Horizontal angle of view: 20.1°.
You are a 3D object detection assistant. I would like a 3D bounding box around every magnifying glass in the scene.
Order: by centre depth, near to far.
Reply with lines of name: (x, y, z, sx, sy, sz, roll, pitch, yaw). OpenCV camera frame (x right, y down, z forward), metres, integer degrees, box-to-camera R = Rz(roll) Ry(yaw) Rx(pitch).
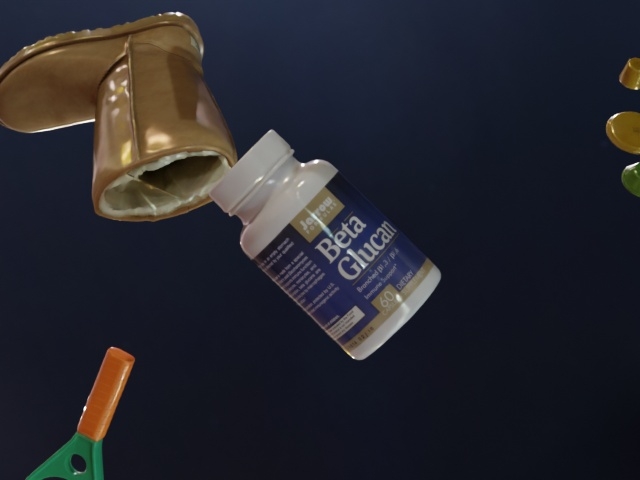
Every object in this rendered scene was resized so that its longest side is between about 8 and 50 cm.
magnifying glass: (-0.237, 0.213, 1.791, 0.092, 0.026, 0.231, 26, -72, 12)

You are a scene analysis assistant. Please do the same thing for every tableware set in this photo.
tableware set: (0.283, -0.093, 1.499, 0.024, 0.104, 0.154, 102, -15, -49)

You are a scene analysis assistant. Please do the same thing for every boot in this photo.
boot: (-0.204, -0.107, 1.694, 0.269, 0.236, 0.089, -103, 170, -54)

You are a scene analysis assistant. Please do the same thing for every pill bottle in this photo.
pill bottle: (0.000, 0.000, 1.344, 0.169, 0.094, 0.094, 44, -22, -3)
